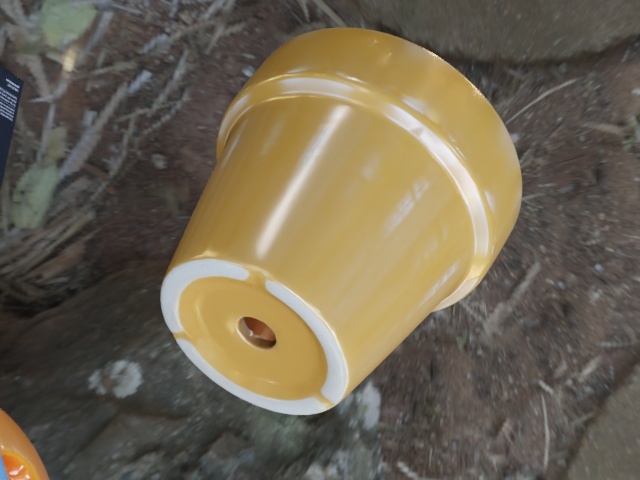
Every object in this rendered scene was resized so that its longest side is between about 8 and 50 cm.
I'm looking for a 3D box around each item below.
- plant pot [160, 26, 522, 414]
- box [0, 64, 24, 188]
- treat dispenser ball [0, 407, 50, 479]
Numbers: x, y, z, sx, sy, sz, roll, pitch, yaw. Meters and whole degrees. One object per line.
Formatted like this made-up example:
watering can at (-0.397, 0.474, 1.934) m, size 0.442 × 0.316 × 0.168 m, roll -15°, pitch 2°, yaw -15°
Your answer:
plant pot at (0.000, 0.000, 0.764) m, size 0.205 × 0.188 × 0.205 m, roll 19°, pitch 138°, yaw 19°
box at (-0.486, -0.117, 1.349) m, size 0.261 × 0.103 × 0.184 m, roll 6°, pitch 76°, yaw 19°
treat dispenser ball at (-0.354, 0.242, 0.952) m, size 0.288 × 0.288 × 0.288 m, roll 0°, pitch 93°, yaw 6°
